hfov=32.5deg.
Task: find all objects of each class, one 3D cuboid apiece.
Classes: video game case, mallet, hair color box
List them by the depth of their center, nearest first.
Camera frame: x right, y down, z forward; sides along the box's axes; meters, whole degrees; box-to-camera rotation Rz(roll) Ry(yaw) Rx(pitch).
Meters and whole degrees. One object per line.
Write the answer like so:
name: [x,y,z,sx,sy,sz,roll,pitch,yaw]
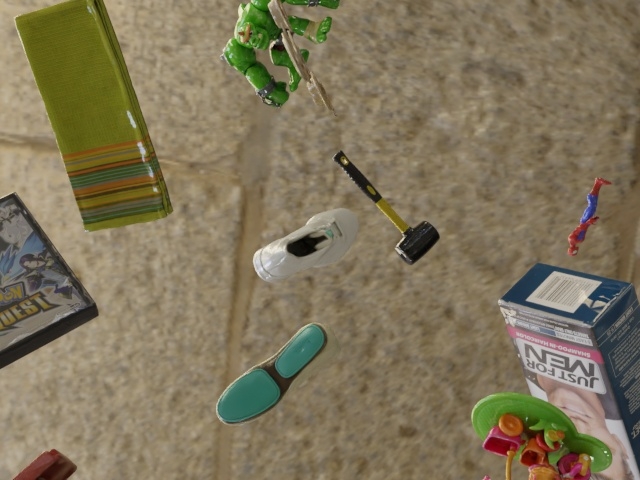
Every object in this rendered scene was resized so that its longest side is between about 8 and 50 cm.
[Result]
video game case: [-0.482,0.076,1.490,0.248,0.275,0.035,47,155,30]
mallet: [0.080,-0.044,1.537,0.190,0.039,0.062,40,76,-5]
hair color box: [0.401,0.210,1.614,0.174,0.105,0.347,14,137,50]

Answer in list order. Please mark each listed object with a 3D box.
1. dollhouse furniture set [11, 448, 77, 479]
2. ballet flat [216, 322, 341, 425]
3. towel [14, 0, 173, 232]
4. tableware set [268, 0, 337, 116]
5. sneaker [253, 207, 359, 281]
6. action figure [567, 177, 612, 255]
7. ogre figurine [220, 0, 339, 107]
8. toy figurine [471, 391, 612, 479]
dollhouse furniture set: [-0.221,0.342,1.053,0.152,0.374,0.201,-43,79,-14]
ballet flat: [-0.066,0.235,1.879,0.248,0.086,0.086,-38,80,11]
towel: [-0.233,-0.125,1.126,0.102,0.021,0.237,-12,105,15]
tableware set: [-0.026,-0.235,1.386,0.020,0.168,0.141,-26,58,5]
sneaker: [0.000,0.000,1.682,0.094,0.212,0.080,-33,87,49]
action figure: [0.374,-0.031,1.535,0.030,0.038,0.115,29,106,17]
ogre figurine: [-0.062,-0.284,1.528,0.118,0.097,0.197,21,143,-14]
toy figurine: [0.238,0.285,1.261,0.173,0.159,0.130,22,139,5]
